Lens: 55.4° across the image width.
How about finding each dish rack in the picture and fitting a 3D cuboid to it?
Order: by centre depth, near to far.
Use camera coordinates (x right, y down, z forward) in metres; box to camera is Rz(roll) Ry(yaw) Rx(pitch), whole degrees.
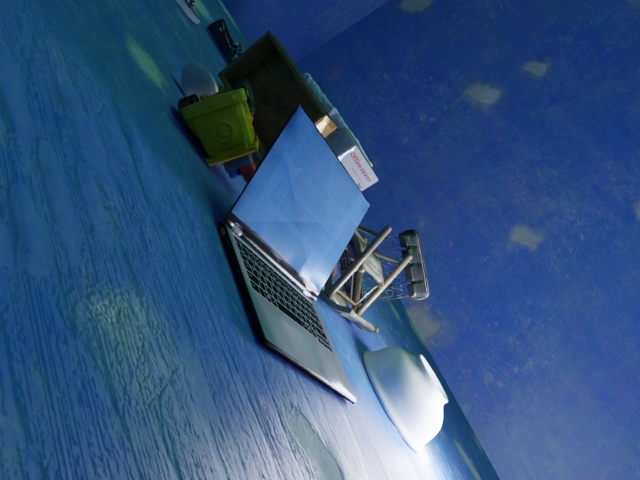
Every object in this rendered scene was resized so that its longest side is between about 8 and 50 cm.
[{"bbox_3d":[0.178,0.089,1.829,0.074,0.271,0.208,-1,80,-53],"label":"dish rack"}]

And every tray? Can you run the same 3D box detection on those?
[{"bbox_3d":[-0.130,-0.393,1.704,0.076,0.203,0.411,38,19,-52],"label":"tray"}]

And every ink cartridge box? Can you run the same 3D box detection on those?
[{"bbox_3d":[0.030,-0.224,2.091,0.201,0.278,0.117,49,12,-46],"label":"ink cartridge box"}]

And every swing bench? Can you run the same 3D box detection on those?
[{"bbox_3d":[0.100,0.090,1.635,0.165,0.255,0.253,21,-11,26],"label":"swing bench"}]

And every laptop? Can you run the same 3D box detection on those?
[{"bbox_3d":[0.011,0.037,1.169,0.382,0.236,0.408,47,14,-52],"label":"laptop"}]

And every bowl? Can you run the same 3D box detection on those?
[{"bbox_3d":[0.243,0.394,1.616,0.298,0.134,0.298,56,9,-13],"label":"bowl"}]

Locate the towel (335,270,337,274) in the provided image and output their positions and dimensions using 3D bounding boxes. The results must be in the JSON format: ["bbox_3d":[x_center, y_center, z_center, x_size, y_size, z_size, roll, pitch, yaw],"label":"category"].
[{"bbox_3d":[0.000,0.000,1.971,0.199,0.031,0.275,58,8,-9],"label":"towel"}]

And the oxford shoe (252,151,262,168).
[{"bbox_3d":[-0.109,-0.233,1.835,0.169,0.130,0.449,59,9,-15],"label":"oxford shoe"}]

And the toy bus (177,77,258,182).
[{"bbox_3d":[-0.194,-0.230,1.318,0.220,0.149,0.211,-105,174,-72],"label":"toy bus"}]

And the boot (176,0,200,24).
[{"bbox_3d":[-0.461,-0.857,2.152,0.190,0.086,0.069,48,13,-51],"label":"boot"}]

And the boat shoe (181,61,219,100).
[{"bbox_3d":[-0.259,-0.318,1.448,0.070,0.078,0.219,-93,159,-72],"label":"boat shoe"}]

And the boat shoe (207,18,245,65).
[{"bbox_3d":[-0.357,-0.770,2.446,0.258,0.089,0.109,57,8,-8],"label":"boat shoe"}]

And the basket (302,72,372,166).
[{"bbox_3d":[-0.031,-0.386,2.307,0.328,0.266,0.331,50,8,-44],"label":"basket"}]

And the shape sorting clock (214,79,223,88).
[{"bbox_3d":[-0.262,-0.391,1.796,0.206,0.040,0.206,57,8,-13],"label":"shape sorting clock"}]
